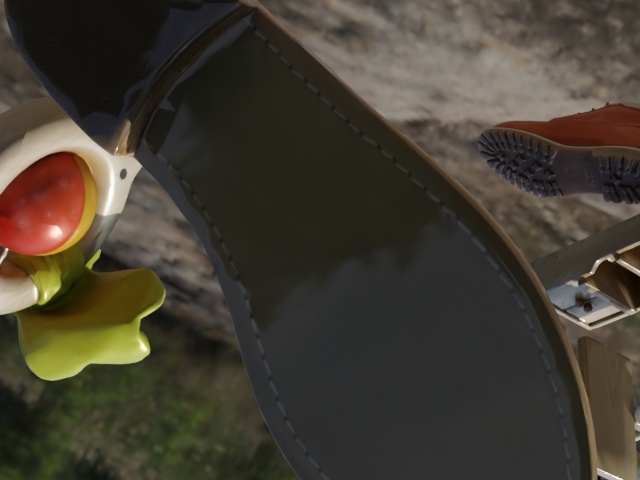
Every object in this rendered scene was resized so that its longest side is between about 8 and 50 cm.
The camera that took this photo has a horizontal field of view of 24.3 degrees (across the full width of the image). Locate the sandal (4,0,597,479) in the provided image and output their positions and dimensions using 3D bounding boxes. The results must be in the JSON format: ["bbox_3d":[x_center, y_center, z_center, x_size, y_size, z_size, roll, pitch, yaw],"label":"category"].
[{"bbox_3d":[0.005,-0.004,0.444,0.240,0.088,0.079,51,-164,11],"label":"sandal"}]

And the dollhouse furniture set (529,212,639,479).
[{"bbox_3d":[0.299,0.116,1.464,0.212,0.242,0.161,27,142,-33],"label":"dollhouse furniture set"}]

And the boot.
[{"bbox_3d":[0.206,-0.077,1.177,0.158,0.084,0.059,11,138,30],"label":"boot"}]

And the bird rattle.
[{"bbox_3d":[-0.218,-0.008,1.010,0.143,0.207,0.253,37,-168,36],"label":"bird rattle"}]
